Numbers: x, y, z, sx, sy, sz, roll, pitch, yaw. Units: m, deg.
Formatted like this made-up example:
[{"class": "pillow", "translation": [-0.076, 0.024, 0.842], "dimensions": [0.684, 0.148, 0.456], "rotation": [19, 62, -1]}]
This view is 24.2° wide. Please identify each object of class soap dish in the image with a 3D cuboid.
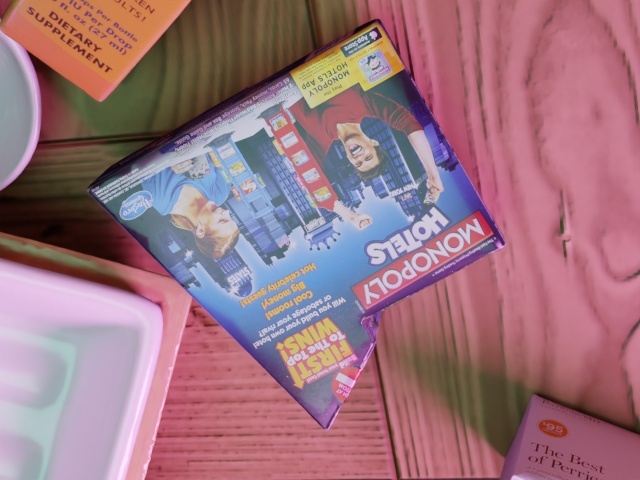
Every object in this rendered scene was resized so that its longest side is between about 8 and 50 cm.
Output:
[{"class": "soap dish", "translation": [-0.223, 0.131, 0.908], "dimensions": [0.229, 0.118, 0.290], "rotation": [15, 96, -6]}]

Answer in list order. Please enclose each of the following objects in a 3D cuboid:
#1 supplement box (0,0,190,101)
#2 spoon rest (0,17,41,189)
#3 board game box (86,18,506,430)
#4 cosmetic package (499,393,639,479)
[{"class": "supplement box", "translation": [-0.083, -0.165, 0.760], "dimensions": [0.078, 0.080, 0.233], "rotation": [36, 143, -12]}, {"class": "spoon rest", "translation": [-0.300, -0.091, 0.908], "dimensions": [0.276, 0.084, 0.137], "rotation": [5, 115, 15]}, {"class": "board game box", "translation": [0.000, 0.000, 0.866], "dimensions": [0.194, 0.060, 0.194], "rotation": [-28, 101, 14]}, {"class": "cosmetic package", "translation": [0.222, 0.176, 0.875], "dimensions": [0.239, 0.099, 0.060], "rotation": [21, 116, 5]}]
